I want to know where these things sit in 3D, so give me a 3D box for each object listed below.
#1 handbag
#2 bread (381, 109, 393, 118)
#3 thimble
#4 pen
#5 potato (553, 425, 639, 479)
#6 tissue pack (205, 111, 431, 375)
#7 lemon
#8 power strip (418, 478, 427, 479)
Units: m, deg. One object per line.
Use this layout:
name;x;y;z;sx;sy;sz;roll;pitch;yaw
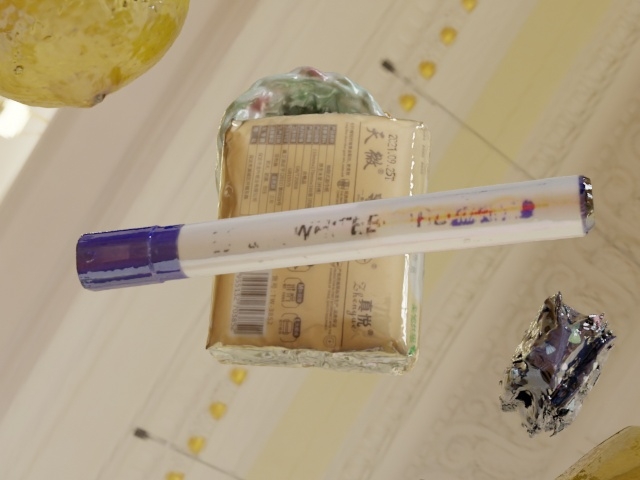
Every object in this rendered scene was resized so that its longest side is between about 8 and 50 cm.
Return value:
handbag;0.297;0.166;1.533;0.113;0.260;0.162;33;-100;14
bread;0.063;-0.142;1.582;0.083;0.081;0.046;17;-139;23
thimble;-0.011;-0.074;1.309;0.185;0.211;0.149;-39;169;-16
pen;0.001;-0.002;0.603;0.269;0.033;0.033;-6;-126;17
potato;0.205;0.248;0.883;0.158;0.203;0.178;-23;-103;-9
tissue pack;0.000;0.000;1.029;0.186;0.090;0.222;1;-111;7
lemon;-0.261;-0.267;1.181;0.293;0.293;0.293;-32;-139;33
power strip;0.181;0.346;1.249;0.229;0.261;0.141;-29;-135;45
